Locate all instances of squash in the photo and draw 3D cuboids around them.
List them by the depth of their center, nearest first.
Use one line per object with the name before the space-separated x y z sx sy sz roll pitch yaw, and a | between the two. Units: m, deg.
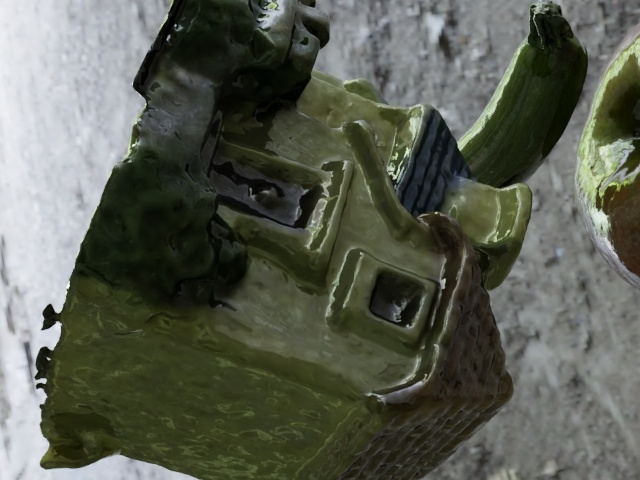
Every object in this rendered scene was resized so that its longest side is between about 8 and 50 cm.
squash | 0.163 -0.093 1.044 0.318 0.080 0.071 117 171 -62

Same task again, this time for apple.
apple | 0.366 -0.071 1.047 0.309 0.250 0.277 -85 15 -55

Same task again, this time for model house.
model house | 0.000 0.000 0.748 0.261 0.266 0.321 119 172 -54
